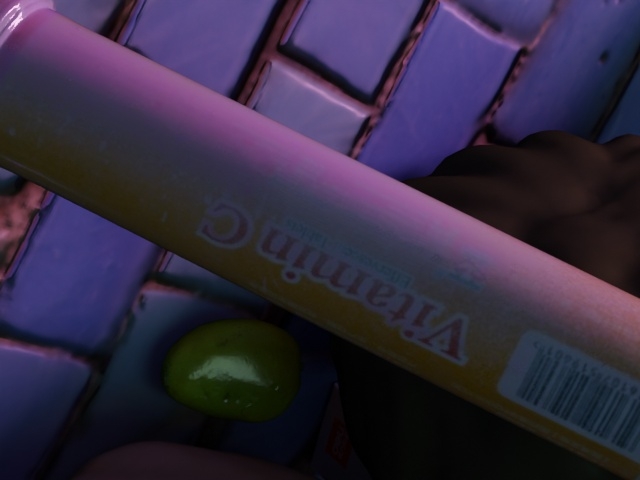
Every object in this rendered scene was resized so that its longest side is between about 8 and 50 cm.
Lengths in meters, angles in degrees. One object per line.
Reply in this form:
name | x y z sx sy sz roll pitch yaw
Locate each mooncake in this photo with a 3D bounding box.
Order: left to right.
mooncake | 0.183 0.062 1.017 0.356 0.356 0.194 -18 119 -29

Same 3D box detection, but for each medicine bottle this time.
medicine bottle | 0.000 0.000 0.822 0.108 0.426 0.108 -61 173 -12

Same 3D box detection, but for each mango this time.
mango | -0.062 0.090 1.048 0.108 0.056 0.073 -1 109 -33

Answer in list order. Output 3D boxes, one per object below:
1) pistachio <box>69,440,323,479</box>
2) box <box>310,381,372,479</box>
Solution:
pistachio | -0.031 0.303 0.996 0.445 0.365 0.281 32 70 -7
box | 0.139 0.171 1.187 0.269 0.135 0.079 2 112 -38
